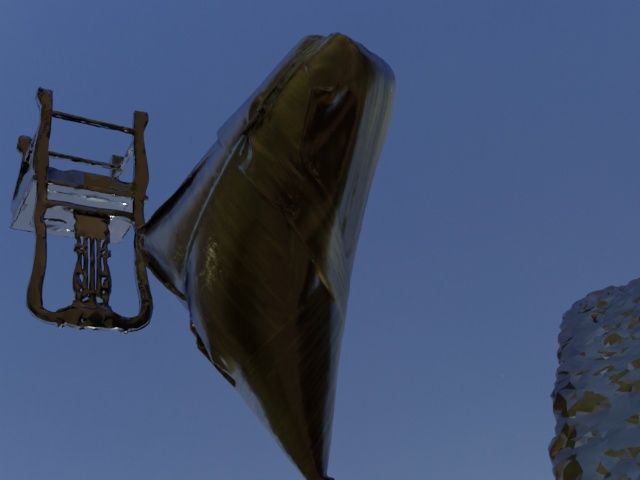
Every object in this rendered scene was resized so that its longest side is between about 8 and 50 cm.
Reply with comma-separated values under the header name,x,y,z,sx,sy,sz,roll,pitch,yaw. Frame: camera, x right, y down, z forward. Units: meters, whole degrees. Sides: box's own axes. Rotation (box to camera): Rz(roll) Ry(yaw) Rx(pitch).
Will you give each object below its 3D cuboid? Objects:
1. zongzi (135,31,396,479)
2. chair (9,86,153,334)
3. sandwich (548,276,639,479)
name,x,y,z,sx,sy,sz,roll,pitch,yaw
zongzi,0.000,0.000,0.481,0.221,0.112,0.242,-53,-132,18
chair,-0.215,-0.011,0.671,0.106,0.113,0.229,9,-120,-28
sandwich,0.239,0.059,0.255,0.325,0.262,0.131,-30,-81,30
